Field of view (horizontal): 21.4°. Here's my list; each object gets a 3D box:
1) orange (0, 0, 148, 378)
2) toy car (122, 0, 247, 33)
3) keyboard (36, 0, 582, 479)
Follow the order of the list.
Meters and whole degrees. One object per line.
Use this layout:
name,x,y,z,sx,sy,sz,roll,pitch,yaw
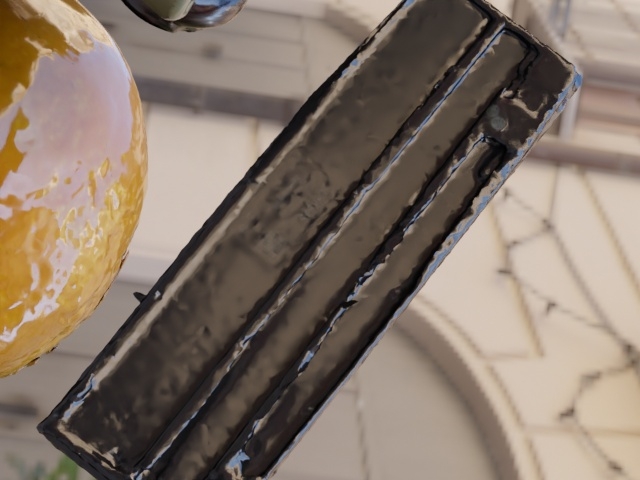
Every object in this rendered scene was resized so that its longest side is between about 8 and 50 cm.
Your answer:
orange,-0.212,-0.043,0.887,0.246,0.246,0.246,-172,-90,-85
toy car,-0.055,-0.223,0.668,0.204,0.198,0.248,-48,-173,39
keyboard,0.000,0.000,0.654,0.250,0.087,0.017,-51,171,-18
